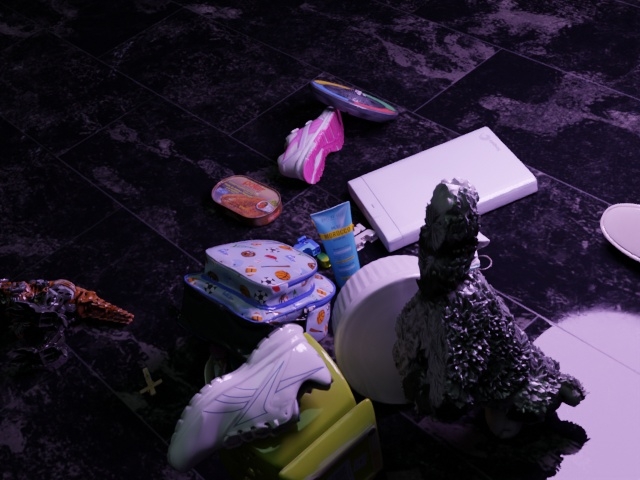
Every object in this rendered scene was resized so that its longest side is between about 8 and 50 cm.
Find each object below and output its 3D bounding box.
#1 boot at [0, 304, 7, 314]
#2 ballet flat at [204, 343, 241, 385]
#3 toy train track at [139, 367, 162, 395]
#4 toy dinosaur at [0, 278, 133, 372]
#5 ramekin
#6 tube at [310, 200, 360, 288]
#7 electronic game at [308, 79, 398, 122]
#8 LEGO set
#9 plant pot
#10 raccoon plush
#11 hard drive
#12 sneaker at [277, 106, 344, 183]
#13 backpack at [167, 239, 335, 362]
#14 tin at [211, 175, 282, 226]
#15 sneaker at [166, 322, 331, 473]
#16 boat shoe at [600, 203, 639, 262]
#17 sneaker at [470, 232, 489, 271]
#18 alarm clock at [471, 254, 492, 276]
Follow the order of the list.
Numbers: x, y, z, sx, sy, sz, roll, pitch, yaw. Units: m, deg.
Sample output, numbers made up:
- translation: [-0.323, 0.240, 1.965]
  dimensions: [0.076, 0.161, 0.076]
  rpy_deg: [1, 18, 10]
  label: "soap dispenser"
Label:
- translation: [-0.793, 0.161, 2.201]
  dimensions: [0.219, 0.082, 0.106]
  rpy_deg: [11, 72, 15]
  label: "boot"
- translation: [-0.183, 0.268, 1.896]
  dimensions: [0.079, 0.077, 0.222]
  rpy_deg: [-30, 35, 10]
  label: "ballet flat"
- translation: [-0.335, 0.280, 1.963]
  dimensions: [0.048, 0.014, 0.083]
  rpy_deg: [-29, 37, -5]
  label: "toy train track"
- translation: [-0.567, 0.139, 2.091]
  dimensions: [0.321, 0.164, 0.218]
  rpy_deg: [-13, 26, 12]
  label: "toy dinosaur"
- translation: [0.145, 0.150, 1.789]
  dimensions: [0.272, 0.273, 0.127]
  rpy_deg: [-19, 30, -5]
  label: "ramekin"
- translation: [0.040, 0.010, 2.002]
  dimensions: [0.080, 0.207, 0.052]
  rpy_deg: [-22, 41, -6]
  label: "tube"
- translation: [0.080, -0.342, 2.416]
  dimensions: [0.229, 0.048, 0.229]
  rpy_deg: [19, 16, -6]
  label: "electronic game"
- translation: [0.000, 0.000, 2.116]
  dimensions: [0.227, 0.087, 0.093]
  rpy_deg: [-31, 44, -19]
  label: "LEGO set"
- translation: [-0.027, 0.334, 1.662]
  dimensions: [0.227, 0.228, 0.207]
  rpy_deg: [-37, 53, -22]
  label: "plant pot"
- translation: [0.310, 0.128, 1.629]
  dimensions: [0.299, 0.447, 0.216]
  rpy_deg: [-1, 30, -21]
  label: "raccoon plush"
- translation: [0.264, -0.119, 2.200]
  dimensions: [0.353, 0.047, 0.233]
  rpy_deg: [-22, 42, -9]
  label: "hard drive"
- translation: [-0.025, -0.238, 2.372]
  dimensions: [0.111, 0.103, 0.252]
  rpy_deg: [8, 42, 27]
  label: "sneaker"
- translation: [-0.108, 0.114, 1.911]
  dimensions: [0.276, 0.213, 0.263]
  rpy_deg: [31, 23, 32]
  label: "backpack"
- translation: [-0.169, -0.092, 2.304]
  dimensions: [0.189, 0.040, 0.106]
  rpy_deg: [27, 60, 37]
  label: "tin"
- translation: [-0.107, 0.256, 1.532]
  dimensions: [0.297, 0.111, 0.129]
  rpy_deg: [-40, 72, -18]
  label: "sneaker"
- translation: [0.699, 0.018, 1.907]
  dimensions: [0.335, 0.095, 0.112]
  rpy_deg: [22, 89, 39]
  label: "boat shoe"
- translation: [0.257, 0.044, 1.917]
  dimensions: [0.094, 0.080, 0.212]
  rpy_deg: [23, 51, 20]
  label: "sneaker"
- translation: [0.270, 0.091, 1.955]
  dimensions: [0.192, 0.064, 0.129]
  rpy_deg: [-41, 47, -23]
  label: "alarm clock"
